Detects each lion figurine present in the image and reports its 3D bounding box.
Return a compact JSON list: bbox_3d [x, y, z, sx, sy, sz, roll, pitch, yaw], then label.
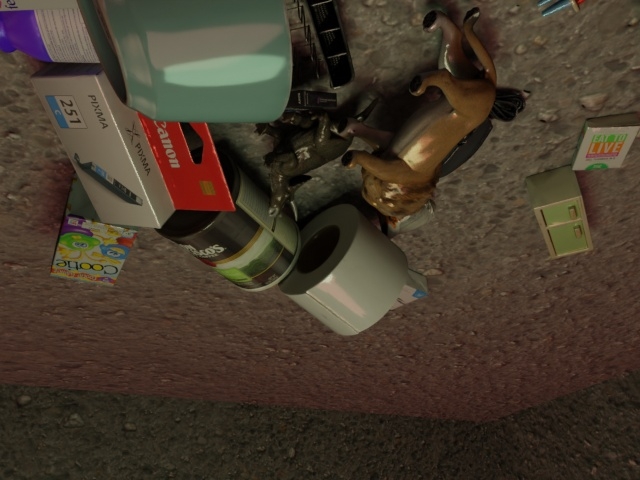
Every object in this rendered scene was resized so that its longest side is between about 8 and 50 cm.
[{"bbox_3d":[0.183,-0.186,0.992,0.240,0.142,0.392,19,136,-34],"label":"lion figurine"}]

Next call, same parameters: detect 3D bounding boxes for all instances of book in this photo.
[{"bbox_3d":[0.571,-0.195,1.195,0.096,0.035,0.144,-4,152,10],"label":"book"}]

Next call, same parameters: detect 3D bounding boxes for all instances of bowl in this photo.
[{"bbox_3d":[-0.174,-0.259,0.668,0.163,0.311,0.311,-24,155,-19],"label":"bowl"}]

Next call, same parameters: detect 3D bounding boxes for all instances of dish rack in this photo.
[{"bbox_3d":[-0.097,-0.307,0.902,0.271,0.074,0.208,-9,149,11],"label":"dish rack"}]

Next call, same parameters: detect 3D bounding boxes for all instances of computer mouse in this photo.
[{"bbox_3d":[0.241,-0.191,1.132,0.188,0.072,0.272,12,147,-25],"label":"computer mouse"}]

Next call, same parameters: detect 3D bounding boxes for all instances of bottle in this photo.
[{"bbox_3d":[-0.379,-0.315,0.844,0.282,0.092,0.118,0,139,-4],"label":"bottle"}]

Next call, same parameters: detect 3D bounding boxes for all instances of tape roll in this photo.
[{"bbox_3d":[0.048,0.064,1.310,0.246,0.246,0.169,-28,125,37],"label":"tape roll"}]

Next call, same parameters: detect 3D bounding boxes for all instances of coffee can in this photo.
[{"bbox_3d":[-0.189,-0.035,1.238,0.201,0.202,0.275,-15,148,21],"label":"coffee can"}]

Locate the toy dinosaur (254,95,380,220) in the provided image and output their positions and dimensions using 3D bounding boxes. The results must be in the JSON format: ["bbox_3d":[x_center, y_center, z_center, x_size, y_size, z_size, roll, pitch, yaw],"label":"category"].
[{"bbox_3d":[-0.018,-0.182,1.112,0.313,0.121,0.160,-40,151,18],"label":"toy dinosaur"}]

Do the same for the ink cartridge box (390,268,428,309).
[{"bbox_3d":[0.211,0.149,1.730,0.104,0.060,0.180,22,142,-37],"label":"ink cartridge box"}]

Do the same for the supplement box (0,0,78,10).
[{"bbox_3d":[-0.378,-0.367,0.739,0.220,0.114,0.111,-1,151,1],"label":"supplement box"}]

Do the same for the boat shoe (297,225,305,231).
[{"bbox_3d":[0.000,0.000,1.445,0.228,0.080,0.076,24,127,-34],"label":"boat shoe"}]

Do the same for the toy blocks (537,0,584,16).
[{"bbox_3d":[0.368,-0.379,0.827,0.148,0.054,0.123,-23,149,32],"label":"toy blocks"}]

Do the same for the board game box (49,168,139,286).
[{"bbox_3d":[-0.486,-0.028,1.285,0.142,0.144,0.275,13,146,-24],"label":"board game box"}]

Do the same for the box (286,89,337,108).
[{"bbox_3d":[-0.068,-0.228,0.984,0.162,0.029,0.116,0,-169,28],"label":"box"}]

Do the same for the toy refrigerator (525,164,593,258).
[{"bbox_3d":[0.558,-0.055,1.370,0.102,0.094,0.269,-15,147,22],"label":"toy refrigerator"}]

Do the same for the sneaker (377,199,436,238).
[{"bbox_3d":[0.203,-0.081,1.296,0.121,0.099,0.262,-12,168,-7],"label":"sneaker"}]

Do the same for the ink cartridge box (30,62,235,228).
[{"bbox_3d":[-0.306,-0.154,0.995,0.261,0.066,0.296,4,131,21],"label":"ink cartridge box"}]
